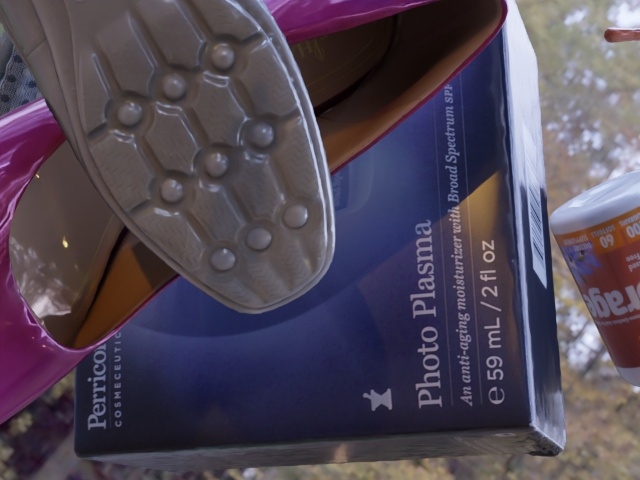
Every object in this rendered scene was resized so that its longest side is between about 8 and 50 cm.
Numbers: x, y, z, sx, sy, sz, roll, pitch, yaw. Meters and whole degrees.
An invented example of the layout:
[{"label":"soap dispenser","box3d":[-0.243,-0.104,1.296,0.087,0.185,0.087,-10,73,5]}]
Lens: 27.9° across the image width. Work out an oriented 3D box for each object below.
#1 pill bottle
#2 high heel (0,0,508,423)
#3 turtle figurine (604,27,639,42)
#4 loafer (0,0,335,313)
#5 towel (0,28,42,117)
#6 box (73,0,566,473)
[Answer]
[{"label":"pill bottle","box3d":[0.298,0.051,1.133,0.216,0.121,0.121,64,-20,-5]},{"label":"high heel","box3d":[-0.068,-0.028,0.634,0.181,0.377,0.127,10,-35,42]},{"label":"turtle figurine","box3d":[0.196,-0.259,0.825,0.270,0.217,0.087,21,-7,-36]},{"label":"loafer","box3d":[-0.092,-0.113,0.589,0.319,0.112,0.111,61,0,-13]},{"label":"towel","box3d":[-0.170,-0.058,1.129,0.312,0.324,0.056,10,22,-39]},{"label":"box","box3d":[0.000,0.000,0.869,0.294,0.296,0.183,-7,-15,16]}]
